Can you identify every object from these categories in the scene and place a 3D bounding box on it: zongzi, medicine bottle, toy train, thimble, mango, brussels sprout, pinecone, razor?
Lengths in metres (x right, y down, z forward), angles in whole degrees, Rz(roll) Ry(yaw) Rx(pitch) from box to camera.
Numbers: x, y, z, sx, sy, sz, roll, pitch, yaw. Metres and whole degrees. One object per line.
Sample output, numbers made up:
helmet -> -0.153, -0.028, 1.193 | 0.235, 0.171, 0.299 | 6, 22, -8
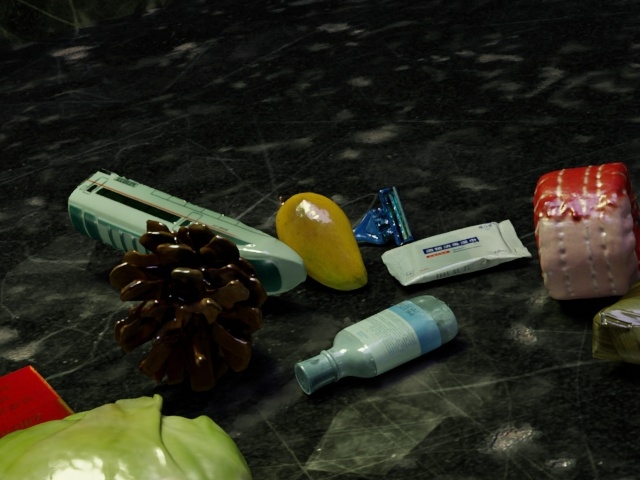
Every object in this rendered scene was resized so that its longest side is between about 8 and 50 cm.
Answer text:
zongzi -> 0.436, 0.092, 1.672 | 0.184, 0.084, 0.187 | 10, 31, 34
medicine bottle -> 0.067, 0.132, 1.784 | 0.208, 0.054, 0.090 | -24, 29, -20
toy train -> -0.197, 0.001, 2.034 | 0.407, 0.086, 0.088 | 20, 44, 36
thimble -> 0.346, -0.012, 1.831 | 0.125, 0.163, 0.189 | -7, 18, 16
mango -> 0.000, 0.000, 2.015 | 0.101, 0.066, 0.187 | -35, 64, -2
brussels sprout -> -0.212, 0.296, 1.358 | 0.328, 0.247, 0.328 | 1, 16, 0
pinecone -> -0.173, 0.083, 1.812 | 0.229, 0.202, 0.201 | -35, 36, 52
razor -> -0.029, 0.016, 2.084 | 0.324, 0.093, 0.056 | -18, -14, -4

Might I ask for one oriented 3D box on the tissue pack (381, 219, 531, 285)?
tissue pack -> 0.187, 0.019, 1.998 | 0.193, 0.026, 0.122 | -13, 24, -2

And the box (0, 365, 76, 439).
box -> -0.363, 0.270, 1.646 | 0.197, 0.089, 0.313 | -21, 26, -23
